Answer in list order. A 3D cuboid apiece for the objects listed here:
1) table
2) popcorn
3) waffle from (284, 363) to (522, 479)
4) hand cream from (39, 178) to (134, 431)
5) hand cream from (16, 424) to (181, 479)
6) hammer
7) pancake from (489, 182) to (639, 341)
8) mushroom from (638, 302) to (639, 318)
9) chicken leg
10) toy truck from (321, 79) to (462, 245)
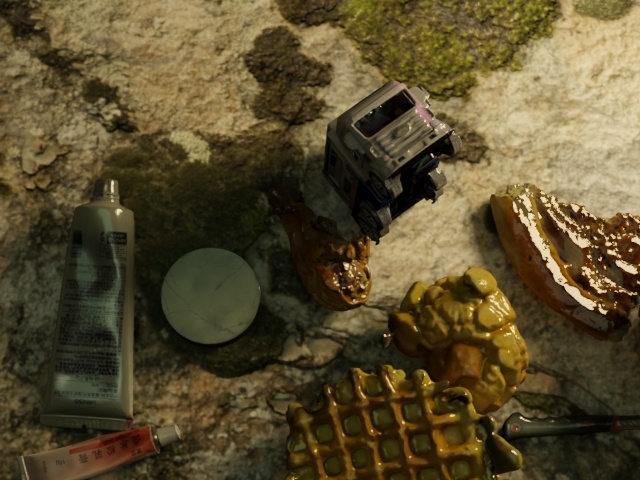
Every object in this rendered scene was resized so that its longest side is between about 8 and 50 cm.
[{"bbox_3d":[-0.149,0.079,1.465,0.133,0.043,0.133,1,76,-2],"label":"table"},{"bbox_3d":[0.194,0.124,1.424,0.194,0.140,0.163,39,91,17],"label":"popcorn"},{"bbox_3d":[0.098,0.308,1.359,0.329,0.062,0.329,-2,84,16],"label":"waffle"},{"bbox_3d":[-0.302,0.084,1.455,0.124,0.078,0.340,4,83,-2],"label":"hand cream"},{"bbox_3d":[-0.290,0.282,1.416,0.216,0.038,0.052,-17,50,-3],"label":"hand cream"},{"bbox_3d":[0.389,0.247,1.452,0.288,0.033,0.111,-1,75,-2],"label":"hammer"},{"bbox_3d":[0.387,0.007,1.500,0.244,0.057,0.266,-22,78,-8],"label":"pancake"},{"bbox_3d":[0.514,0.087,1.408,0.255,0.184,0.255,4,82,-34],"label":"mushroom"},{"bbox_3d":[-0.002,0.002,1.471,0.085,0.101,0.207,-18,65,-38],"label":"chicken leg"},{"bbox_3d":[0.080,-0.113,1.409,0.124,0.268,0.155,-36,78,-11],"label":"toy truck"}]
